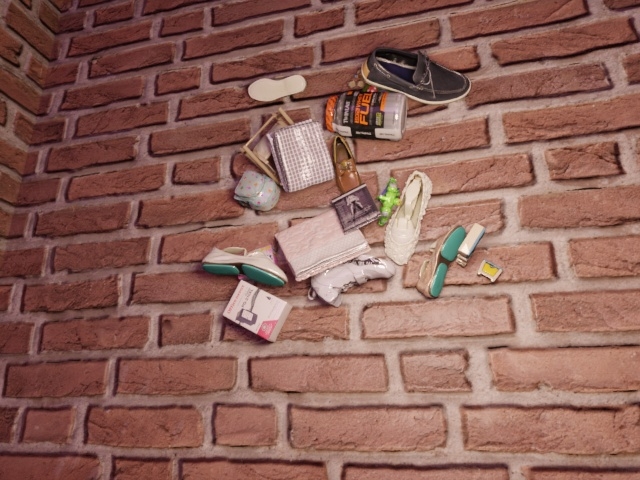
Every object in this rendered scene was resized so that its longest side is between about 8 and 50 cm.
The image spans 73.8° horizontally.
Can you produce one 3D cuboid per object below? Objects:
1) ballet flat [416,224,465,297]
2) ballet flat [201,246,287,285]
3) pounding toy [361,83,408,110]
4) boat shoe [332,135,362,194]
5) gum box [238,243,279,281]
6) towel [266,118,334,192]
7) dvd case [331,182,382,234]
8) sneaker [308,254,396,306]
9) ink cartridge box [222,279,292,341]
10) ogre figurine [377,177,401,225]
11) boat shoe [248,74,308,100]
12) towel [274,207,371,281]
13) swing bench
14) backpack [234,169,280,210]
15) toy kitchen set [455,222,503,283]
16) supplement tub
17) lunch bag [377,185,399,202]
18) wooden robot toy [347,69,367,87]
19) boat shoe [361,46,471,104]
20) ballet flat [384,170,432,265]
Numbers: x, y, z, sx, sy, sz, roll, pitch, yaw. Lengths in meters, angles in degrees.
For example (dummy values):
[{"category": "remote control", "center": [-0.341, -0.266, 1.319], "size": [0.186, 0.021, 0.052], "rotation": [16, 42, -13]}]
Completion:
[{"category": "ballet flat", "center": [0.464, 0.072, 1.691], "size": [0.106, 0.107, 0.316], "rotation": [15, 73, 55]}, {"category": "ballet flat", "center": [-0.315, 0.092, 1.812], "size": [0.400, 0.139, 0.139], "rotation": [8, 74, 18]}, {"category": "pounding toy", "center": [0.295, -0.702, 1.985], "size": [0.236, 0.110, 0.183], "rotation": [2, 73, 16]}, {"category": "boat shoe", "center": [0.107, -0.325, 1.911], "size": [0.110, 0.104, 0.308], "rotation": [-19, 70, 5]}, {"category": "gum box", "center": [-0.286, 0.103, 1.894], "size": [0.188, 0.062, 0.107], "rotation": [-20, 69, 8]}, {"category": "towel", "center": [-0.081, -0.372, 1.870], "size": [0.234, 0.121, 0.284], "rotation": [-20, 104, -14]}, {"category": "dvd case", "center": [0.146, -0.136, 1.782], "size": [0.164, 0.018, 0.221], "rotation": [-27, 45, 8]}, {"category": "sneaker", "center": [0.119, 0.167, 1.733], "size": [0.365, 0.137, 0.210], "rotation": [6, 74, 22]}, {"category": "ink cartridge box", "center": [-0.266, 0.296, 1.804], "size": [0.237, 0.100, 0.172], "rotation": [23, 78, 20]}, {"category": "ogre figurine", "center": [0.277, -0.161, 1.742], "size": [0.096, 0.118, 0.197], "rotation": [34, 95, 3]}, {"category": "boat shoe", "center": [-0.212, -0.769, 2.151], "size": [0.304, 0.091, 0.109], "rotation": [-4, 108, 15]}, {"category": "towel", "center": [0.000, 0.000, 1.768], "size": [0.331, 0.053, 0.317], "rotation": [-23, 40, -6]}, {"category": "swing bench", "center": [-0.195, -0.427, 1.976], "size": [0.254, 0.165, 0.253], "rotation": [44, 84, -18]}, {"category": "backpack", "center": [-0.288, -0.227, 1.964], "size": [0.188, 0.144, 0.166], "rotation": [20, 73, 17]}, {"category": "toy kitchen set", "center": [0.615, 0.054, 1.597], "size": [0.166, 0.207, 0.122], "rotation": [31, 83, 21]}, {"category": "supplement tub", "center": [0.207, -0.558, 1.908], "size": [0.337, 0.207, 0.207], "rotation": [7, 74, 17]}, {"category": "lunch bag", "center": [0.300, -0.197, 1.837], "size": [0.065, 0.067, 0.098], "rotation": [35, 87, 6]}, {"category": "wooden robot toy", "center": [0.200, -0.800, 2.081], "size": [0.173, 0.076, 0.079], "rotation": [-43, 32, -2]}, {"category": "boat shoe", "center": [0.433, -0.735, 1.887], "size": [0.499, 0.156, 0.187], "rotation": [13, 74, -3]}, {"category": "ballet flat", "center": [0.354, -0.107, 1.761], "size": [0.146, 0.147, 0.409], "rotation": [14, 77, 18]}]
